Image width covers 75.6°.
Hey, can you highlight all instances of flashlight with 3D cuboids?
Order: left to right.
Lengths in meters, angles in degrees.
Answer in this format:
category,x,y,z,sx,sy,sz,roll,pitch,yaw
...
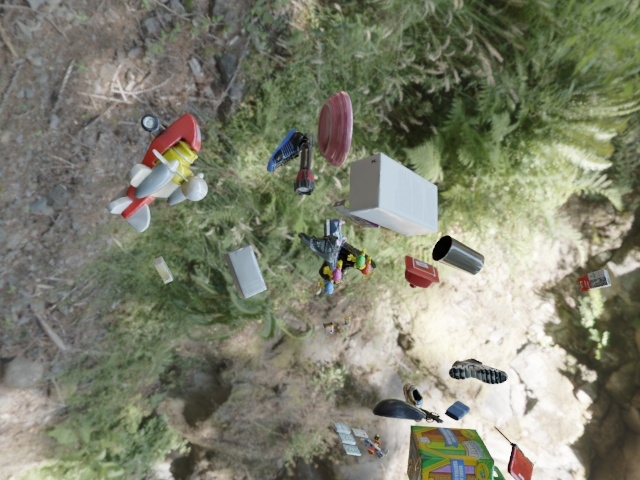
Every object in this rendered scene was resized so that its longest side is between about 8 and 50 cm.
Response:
category,x,y,z,sx,sy,sz,roll,pitch,yaw
flashlight,-0.074,-0.376,2.056,0.103,0.103,0.303,-16,-118,37

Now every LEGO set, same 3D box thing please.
category,x,y,z,sx,sy,sz,roll,pitch,yaw
LEGO set,0.197,0.914,1.905,0.060,0.244,0.182,-63,-156,10

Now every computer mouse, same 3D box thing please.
category,x,y,z,sx,sy,sz,roll,pitch,yaw
computer mouse,0.341,0.683,1.672,0.188,0.272,0.072,140,-40,-68

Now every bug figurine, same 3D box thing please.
category,x,y,z,sx,sy,sz,roll,pitch,yaw
bug figurine,0.118,0.141,1.791,0.279,0.072,0.216,-26,153,-10

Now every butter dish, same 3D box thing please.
category,x,y,z,sx,sy,sz,roll,pitch,yaw
butter dish,0.432,0.161,1.832,0.160,0.160,0.118,-68,180,-64

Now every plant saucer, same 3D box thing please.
category,x,y,z,sx,sy,sz,roll,pitch,yaw
plant saucer,0.054,-0.500,1.854,0.332,0.084,0.332,180,-90,-75

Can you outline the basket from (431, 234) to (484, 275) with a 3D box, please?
category,x,y,z,sx,sy,sz,roll,pitch,yaw
basket,0.746,0.086,2.214,0.204,0.227,0.154,164,-50,-81

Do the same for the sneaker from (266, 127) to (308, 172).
category,x,y,z,sx,sy,sz,roll,pitch,yaw
sneaker,-0.145,-0.387,1.834,0.232,0.090,0.081,-56,174,-6

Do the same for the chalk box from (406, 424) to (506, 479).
category,x,y,z,sx,sy,sz,roll,pitch,yaw
chalk box,0.440,0.725,1.318,0.180,0.289,0.179,-86,178,-84

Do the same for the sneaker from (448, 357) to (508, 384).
category,x,y,z,sx,sy,sz,roll,pitch,yaw
sneaker,0.675,0.550,1.767,0.234,0.078,0.106,-2,-159,26

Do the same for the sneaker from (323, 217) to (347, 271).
category,x,y,z,sx,sy,sz,roll,pitch,yaw
sneaker,0.093,0.031,2.369,0.112,0.131,0.318,-147,-126,-77

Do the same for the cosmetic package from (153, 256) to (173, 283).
category,x,y,z,sx,sy,sz,roll,pitch,yaw
cosmetic package,-0.734,0.138,1.928,0.041,0.115,0.060,-24,-146,-11

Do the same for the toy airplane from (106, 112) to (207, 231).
category,x,y,z,sx,sy,sz,roll,pitch,yaw
toy airplane,-0.524,-0.196,1.396,0.384,0.273,0.386,-60,-174,43

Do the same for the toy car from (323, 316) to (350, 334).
category,x,y,z,sx,sy,sz,roll,pitch,yaw
toy car,0.064,0.307,1.475,0.122,0.040,0.060,-8,177,-22

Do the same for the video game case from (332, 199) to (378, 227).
category,x,y,z,sx,sy,sz,roll,pitch,yaw
video game case,0.178,-0.132,2.087,0.041,0.210,0.232,-59,-170,-4

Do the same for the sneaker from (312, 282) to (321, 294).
category,x,y,z,sx,sy,sz,roll,pitch,yaw
sneaker,-0.014,0.190,1.557,0.083,0.032,0.036,-97,-174,-72

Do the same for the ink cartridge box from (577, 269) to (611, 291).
category,x,y,z,sx,sy,sz,roll,pitch,yaw
ink cartridge box,1.071,0.160,1.625,0.115,0.029,0.062,-34,-128,53

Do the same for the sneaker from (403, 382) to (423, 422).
category,x,y,z,sx,sy,sz,roll,pitch,yaw
sneaker,0.432,0.744,1.873,0.070,0.185,0.084,-19,-179,-22

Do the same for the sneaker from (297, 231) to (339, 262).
category,x,y,z,sx,sy,sz,roll,pitch,yaw
sneaker,0.000,0.000,2.021,0.130,0.228,0.087,-55,-159,2

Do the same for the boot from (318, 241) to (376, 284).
category,x,y,z,sx,sy,sz,roll,pitch,yaw
boot,0.158,0.171,2.489,0.131,0.348,0.260,-2,119,-48

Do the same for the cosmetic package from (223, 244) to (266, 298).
category,x,y,z,sx,sy,sz,roll,pitch,yaw
cosmetic package,-0.366,0.150,2.007,0.127,0.237,0.107,-20,-175,-27

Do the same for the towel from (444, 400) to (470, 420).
category,x,y,z,sx,sy,sz,roll,pitch,yaw
towel,0.569,0.708,1.711,0.119,0.067,0.029,-4,110,-47

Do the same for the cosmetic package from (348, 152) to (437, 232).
category,x,y,z,sx,sy,sz,roll,pitch,yaw
cosmetic package,0.326,-0.180,1.781,0.162,0.453,0.230,-9,-109,42

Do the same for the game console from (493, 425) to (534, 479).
category,x,y,z,sx,sy,sz,roll,pitch,yaw
game console,0.584,0.668,1.266,0.085,0.144,0.124,-10,-140,49
